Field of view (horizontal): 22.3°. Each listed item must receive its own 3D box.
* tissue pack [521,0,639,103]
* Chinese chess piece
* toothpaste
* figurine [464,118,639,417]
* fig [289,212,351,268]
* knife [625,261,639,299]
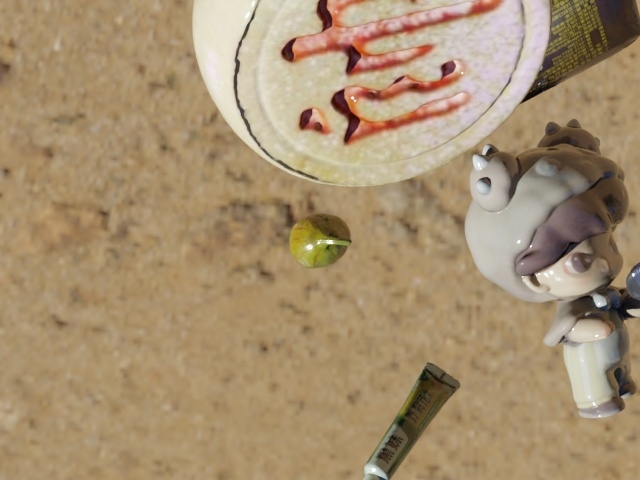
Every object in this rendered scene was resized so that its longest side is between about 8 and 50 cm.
[{"bbox_3d":[0.168,-0.254,1.911,0.370,0.198,0.210,-28,147,1],"label":"tissue pack"},{"bbox_3d":[0.038,-0.168,1.213,0.270,0.112,0.270,-11,132,-12],"label":"Chinese chess piece"},{"bbox_3d":[0.096,0.214,1.835,0.049,0.204,0.031,34,139,6],"label":"toothpaste"},{"bbox_3d":[0.322,0.038,2.123,0.248,0.381,0.203,-22,-177,-37],"label":"figurine"},{"bbox_3d":[0.000,0.000,2.247,0.084,0.082,0.098,16,175,-4],"label":"fig"},{"bbox_3d":[0.293,0.015,1.330,0.031,0.018,0.121,42,140,-7],"label":"knife"}]
